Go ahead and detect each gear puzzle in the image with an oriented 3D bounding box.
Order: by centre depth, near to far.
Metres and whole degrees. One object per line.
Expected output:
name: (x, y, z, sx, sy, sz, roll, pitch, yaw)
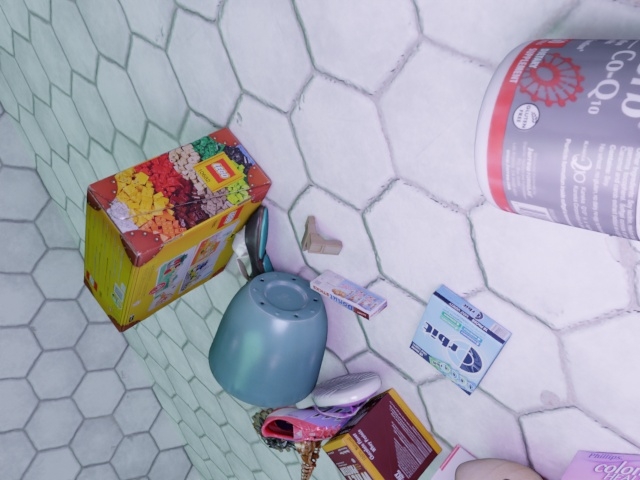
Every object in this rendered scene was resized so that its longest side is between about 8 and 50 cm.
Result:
gear puzzle: (-0.174, 0.702, 1.991, 0.175, 0.044, 0.339, 52, 148, 4)

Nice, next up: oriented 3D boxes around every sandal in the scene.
sandal: (0.053, 0.412, 1.378, 0.102, 0.169, 0.416, 68, 158, 8)

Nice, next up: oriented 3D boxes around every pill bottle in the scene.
pill bottle: (0.368, -0.098, 0.556, 0.363, 0.210, 0.210, 18, 130, 40)

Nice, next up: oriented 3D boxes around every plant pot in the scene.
plant pot: (-0.112, 0.223, 1.333, 0.293, 0.293, 0.235, 37, 126, 26)

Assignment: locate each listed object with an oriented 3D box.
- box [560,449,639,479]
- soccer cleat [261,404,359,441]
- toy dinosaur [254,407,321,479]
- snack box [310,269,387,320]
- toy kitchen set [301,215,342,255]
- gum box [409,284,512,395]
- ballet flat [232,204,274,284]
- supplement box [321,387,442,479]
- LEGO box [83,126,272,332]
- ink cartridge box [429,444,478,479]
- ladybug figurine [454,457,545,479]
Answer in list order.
box: (0.555, 0.486, 0.880, 0.243, 0.117, 0.213, 59, 145, -3)
soccer cleat: (-0.013, 0.523, 1.504, 0.318, 0.116, 0.109, -4, 97, 24)
toy dinosaur: (-0.070, 0.599, 1.662, 0.218, 0.164, 0.322, 5, 83, 39)
snack box: (0.062, 0.121, 1.219, 0.178, 0.064, 0.022, 25, 133, 36)
toy kitchen set: (0.000, 0.000, 1.227, 0.068, 0.075, 0.083, 113, 156, -47)
gum box: (0.268, 0.198, 1.057, 0.157, 0.041, 0.184, 37, 140, 25)
ballet flat: (-0.175, 0.033, 1.387, 0.096, 0.095, 0.280, 2, 127, 5)
supplement box: (0.149, 0.508, 1.312, 0.191, 0.194, 0.129, 51, 144, 8)
LEGO box: (-0.385, -0.011, 1.379, 0.193, 0.372, 0.500, 51, 144, 8)
ink cartridge box: (0.296, 0.609, 1.250, 0.092, 0.158, 0.218, 32, 139, 29)
ladybug figurine: (0.432, 0.609, 1.027, 0.162, 0.305, 0.449, -34, 91, 12)
